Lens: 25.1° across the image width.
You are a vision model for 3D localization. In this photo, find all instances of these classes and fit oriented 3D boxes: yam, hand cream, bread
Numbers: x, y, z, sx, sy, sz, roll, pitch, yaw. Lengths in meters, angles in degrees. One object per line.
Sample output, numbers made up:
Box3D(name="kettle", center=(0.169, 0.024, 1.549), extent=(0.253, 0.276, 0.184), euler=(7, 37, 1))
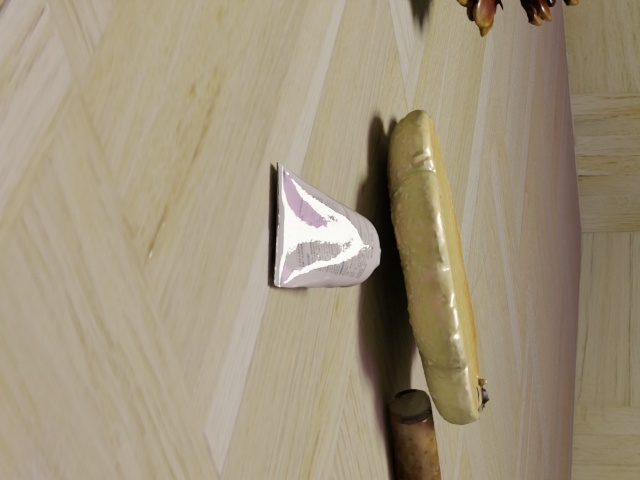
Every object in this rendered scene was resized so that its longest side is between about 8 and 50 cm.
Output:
Box3D(name="yam", center=(0.099, 0.260, 1.378), extent=(0.046, 0.046, 0.264), euler=(-69, 154, -58))
Box3D(name="hand cream", center=(0.000, 0.000, 1.023), extent=(0.142, 0.053, 0.084), euler=(18, 70, -59))
Box3D(name="bread", center=(0.109, 0.027, 1.357), extent=(0.316, 0.054, 0.316), euler=(-10, 90, -81))

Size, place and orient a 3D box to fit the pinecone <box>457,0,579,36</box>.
Box3D(name="pinecone", center=(0.222, -0.357, 1.532), extent=(0.264, 0.264, 0.264), euler=(-2, 90, -76))
